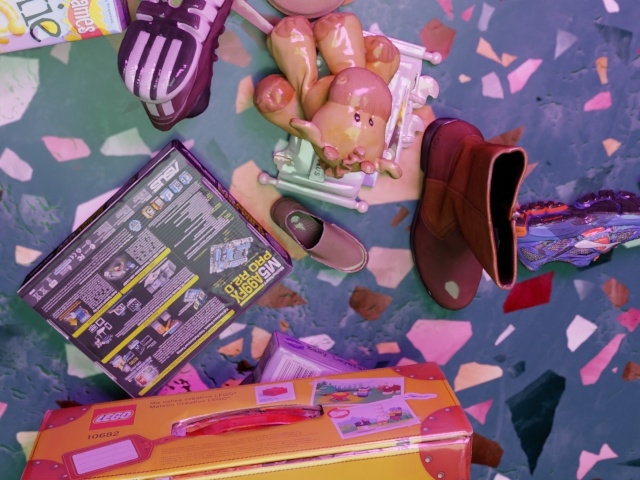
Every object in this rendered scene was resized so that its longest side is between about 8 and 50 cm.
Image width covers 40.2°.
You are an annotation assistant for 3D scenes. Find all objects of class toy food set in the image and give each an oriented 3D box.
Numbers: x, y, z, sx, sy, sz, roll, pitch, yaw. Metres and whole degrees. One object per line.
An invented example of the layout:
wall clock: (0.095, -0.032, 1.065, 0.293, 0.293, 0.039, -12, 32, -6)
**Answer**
toy food set: (-0.014, -0.322, 1.031, 0.132, 0.038, 0.192, 38, 109, -12)

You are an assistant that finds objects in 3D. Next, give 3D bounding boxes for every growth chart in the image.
growth chart: (0.043, -0.149, 1.096, 0.171, 0.021, 0.237, 21, 103, -14)

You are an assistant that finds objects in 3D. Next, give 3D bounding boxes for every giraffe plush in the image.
giraffe plush: (0.021, -0.144, 0.987, 0.181, 0.170, 0.210, -5, 111, -9)

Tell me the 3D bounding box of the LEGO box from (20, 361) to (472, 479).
LEGO box: (-0.072, 0.382, 1.082, 0.499, 0.193, 0.373, -6, 108, -5)

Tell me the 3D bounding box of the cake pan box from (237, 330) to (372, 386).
cake pan box: (-0.006, 0.280, 1.196, 0.266, 0.070, 0.246, 23, 100, -14)

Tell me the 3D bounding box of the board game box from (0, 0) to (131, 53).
board game box: (-0.358, -0.272, 0.935, 0.275, 0.144, 0.142, -11, 109, -4)

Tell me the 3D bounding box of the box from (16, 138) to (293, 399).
box: (-0.204, 0.042, 1.098, 0.270, 0.060, 0.216, -42, 109, 6)

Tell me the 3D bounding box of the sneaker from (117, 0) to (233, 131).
sneaker: (-0.149, -0.251, 1.001, 0.106, 0.162, 0.282, 19, 69, 5)

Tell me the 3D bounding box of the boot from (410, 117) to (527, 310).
boot: (0.187, -0.002, 1.024, 0.096, 0.280, 0.264, 2, 106, -9)

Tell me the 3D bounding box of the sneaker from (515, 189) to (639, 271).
sneaker: (0.358, -0.011, 1.162, 0.221, 0.083, 0.087, -6, 118, 1)

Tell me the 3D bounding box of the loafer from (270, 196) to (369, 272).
loafer: (0.000, 0.000, 1.119, 0.148, 0.050, 0.056, 30, 100, -16)
